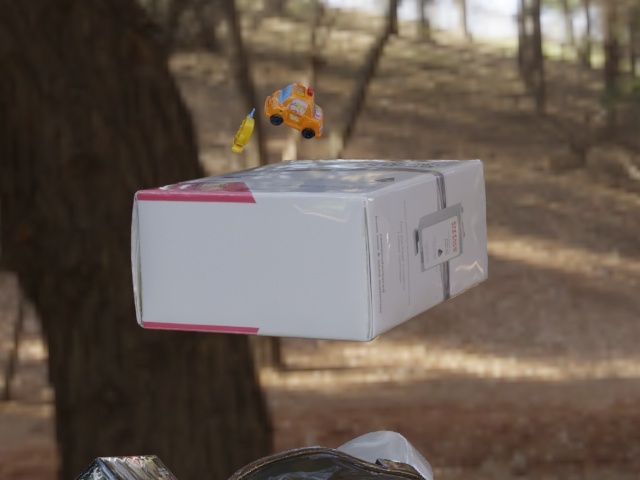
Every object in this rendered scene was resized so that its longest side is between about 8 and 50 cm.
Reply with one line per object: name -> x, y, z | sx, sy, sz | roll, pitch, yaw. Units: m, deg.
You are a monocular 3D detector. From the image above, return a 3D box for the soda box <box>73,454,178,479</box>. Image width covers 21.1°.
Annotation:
soda box -> -0.133, 0.186, 1.183 | 0.053, 0.060, 0.169 | -43, -9, 1

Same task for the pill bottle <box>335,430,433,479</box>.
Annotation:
pill bottle -> 0.123, 0.385, 1.794 | 0.210, 0.363, 0.210 | -33, 23, 15

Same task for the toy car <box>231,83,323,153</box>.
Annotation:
toy car -> -0.030, -0.104, 1.495 | 0.060, 0.040, 0.122 | 31, 30, 2

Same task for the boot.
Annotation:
boot -> 0.025, 0.242, 1.533 | 0.219, 0.082, 0.106 | 4, 19, -30

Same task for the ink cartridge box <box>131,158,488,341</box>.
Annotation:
ink cartridge box -> 0.000, 0.000, 1.440 | 0.207, 0.117, 0.283 | 1, 9, 23
